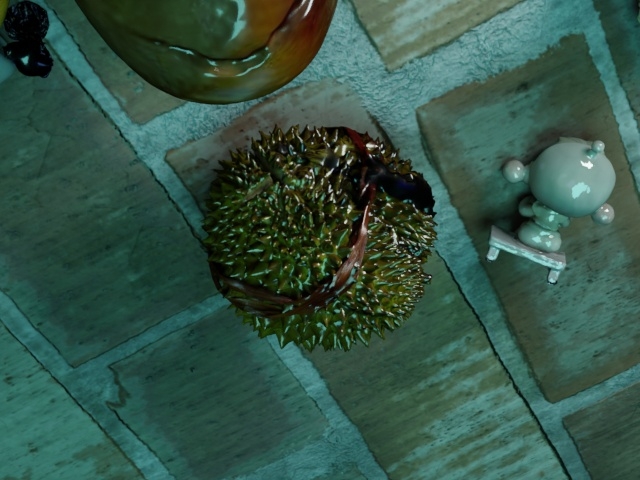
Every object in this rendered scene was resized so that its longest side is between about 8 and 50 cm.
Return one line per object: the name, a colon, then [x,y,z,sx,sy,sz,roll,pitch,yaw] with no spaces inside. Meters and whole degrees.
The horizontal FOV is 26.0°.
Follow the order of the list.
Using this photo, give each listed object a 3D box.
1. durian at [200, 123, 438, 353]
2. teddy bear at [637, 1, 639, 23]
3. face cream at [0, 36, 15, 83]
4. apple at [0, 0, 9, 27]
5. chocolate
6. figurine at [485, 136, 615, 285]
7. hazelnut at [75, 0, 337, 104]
durian: [0.002,-0.005,2.029,0.384,0.347,0.347,29,116,-22]
teddy bear: [0.629,-0.491,1.958,0.327,0.375,0.362,33,72,-35]
face cream: [-0.554,-0.194,1.845,0.291,0.071,0.144,-32,142,10]
apple: [-0.516,-0.305,1.561,0.340,0.339,0.339,-9,131,-10]
chocolate: [-0.384,-0.254,1.806,0.072,0.147,0.070,22,123,-23]
figurine: [0.374,-0.067,2.219,0.144,0.182,0.256,-28,145,-57]
hazelnut: [-0.132,-0.349,1.708,0.372,0.315,0.372,-28,133,-35]
